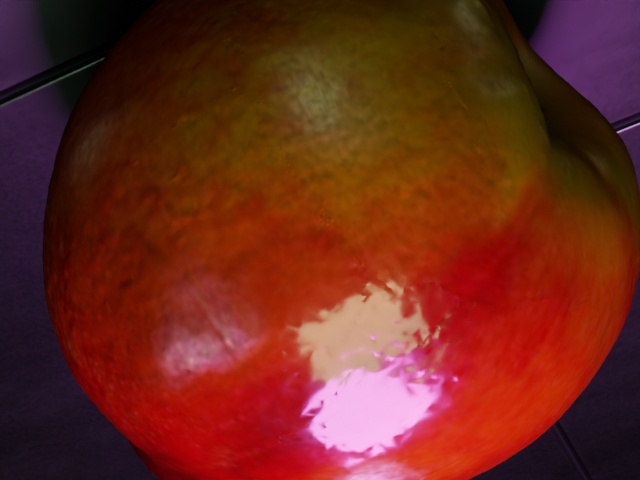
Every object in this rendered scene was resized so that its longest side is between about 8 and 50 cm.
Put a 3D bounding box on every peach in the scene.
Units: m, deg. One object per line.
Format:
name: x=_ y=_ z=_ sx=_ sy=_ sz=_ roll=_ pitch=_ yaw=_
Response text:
peach: x=0.000 y=0.000 z=0.857 sx=0.388 sy=0.388 sz=0.388 roll=-4 pitch=135 yaw=-4
